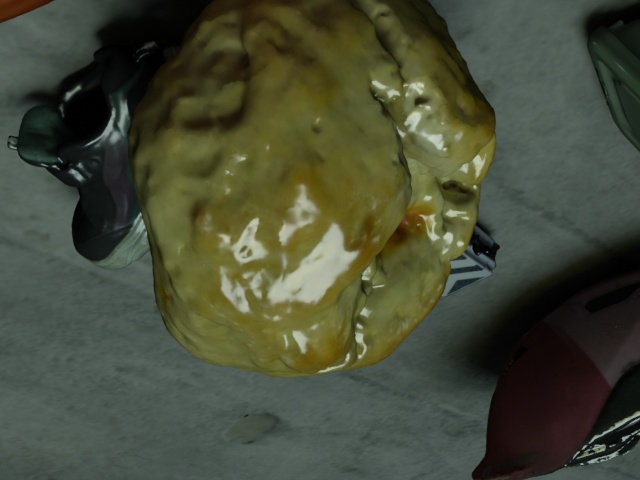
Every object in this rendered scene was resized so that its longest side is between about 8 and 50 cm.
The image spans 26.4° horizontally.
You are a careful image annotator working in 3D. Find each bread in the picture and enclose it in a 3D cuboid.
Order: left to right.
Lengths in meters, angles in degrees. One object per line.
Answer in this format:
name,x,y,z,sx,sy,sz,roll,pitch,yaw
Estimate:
bread,0.003,-0.028,0.728,0.244,0.134,0.244,-44,151,-32

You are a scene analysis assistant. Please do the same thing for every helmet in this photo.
helmet,0.240,0.104,1.097,0.253,0.154,0.198,-11,171,25

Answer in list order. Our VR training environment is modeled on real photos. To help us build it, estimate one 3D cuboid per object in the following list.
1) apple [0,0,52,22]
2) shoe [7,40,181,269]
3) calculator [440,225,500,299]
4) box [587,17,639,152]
apple,-0.154,-0.181,0.381,0.251,0.206,0.272,-16,114,51
shoe,-0.126,-0.053,0.774,0.099,0.071,0.169,9,135,-29
calculator,0.000,-0.001,0.944,0.166,0.028,0.274,-29,144,22
box,0.253,-0.075,0.831,0.093,0.172,0.124,-37,147,2
